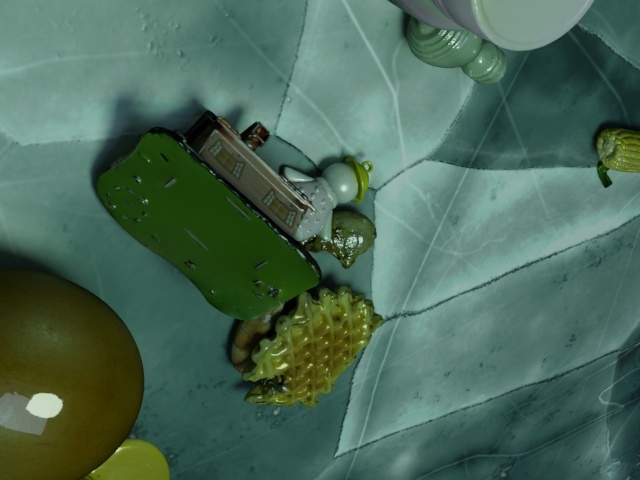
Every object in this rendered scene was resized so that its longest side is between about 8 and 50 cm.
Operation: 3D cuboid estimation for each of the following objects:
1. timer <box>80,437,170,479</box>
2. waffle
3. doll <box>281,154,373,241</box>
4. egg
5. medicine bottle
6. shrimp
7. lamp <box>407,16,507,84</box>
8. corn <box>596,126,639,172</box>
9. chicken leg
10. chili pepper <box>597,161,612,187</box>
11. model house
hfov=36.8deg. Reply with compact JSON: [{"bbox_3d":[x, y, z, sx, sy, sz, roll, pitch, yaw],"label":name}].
[{"bbox_3d":[-0.407,0.468,1.366,0.386,0.376,0.376,4,117,-36],"label":"timer"},{"bbox_3d":[-0.014,0.177,1.573,0.261,0.056,0.250,17,114,-50],"label":"waffle"},{"bbox_3d":[-0.006,-0.063,1.432,0.207,0.081,0.129,-33,99,-15],"label":"doll"},{"bbox_3d":[-0.393,0.175,1.215,0.351,0.282,0.283,21,107,-32],"label":"egg"},{"bbox_3d":[0.185,-0.379,1.190,0.241,0.302,0.241,-16,127,-22],"label":"medicine bottle"},{"bbox_3d":[-0.064,0.123,1.538,0.133,0.053,0.236,9,117,-34],"label":"shrimp"},{"bbox_3d":[0.202,-0.288,1.405,0.193,0.106,0.106,22,107,-51],"label":"lamp"},{"bbox_3d":[0.561,-0.158,1.718,0.165,0.085,0.063,4,132,-36],"label":"corn"},{"bbox_3d":[0.000,0.000,1.484,0.178,0.070,0.093,-2,81,-20],"label":"chicken leg"},{"bbox_3d":[0.519,-0.130,1.755,0.027,0.022,0.083,-6,131,12],"label":"chili pepper"},{"bbox_3d":[-0.131,-0.055,1.312,0.294,0.154,0.207,43,136,-17],"label":"model house"}]
